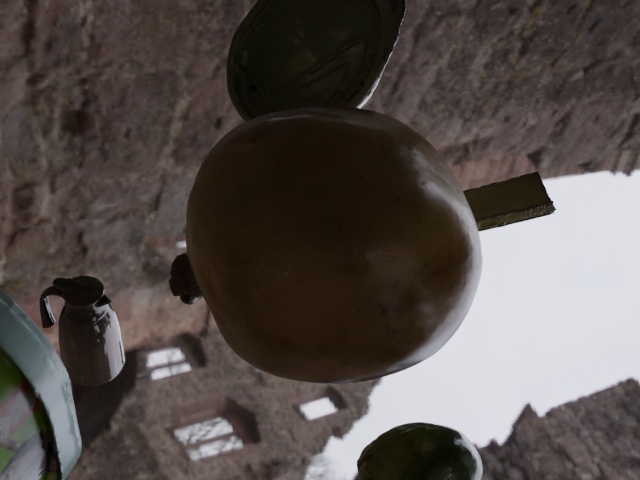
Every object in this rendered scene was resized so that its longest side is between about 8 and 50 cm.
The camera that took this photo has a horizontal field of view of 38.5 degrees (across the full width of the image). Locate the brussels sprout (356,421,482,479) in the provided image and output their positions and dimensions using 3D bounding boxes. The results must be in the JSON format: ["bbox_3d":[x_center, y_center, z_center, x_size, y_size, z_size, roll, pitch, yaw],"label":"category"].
[{"bbox_3d":[0.124,0.285,1.136,0.155,0.155,0.117,-47,-124,54],"label":"brussels sprout"}]

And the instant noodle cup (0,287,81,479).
[{"bbox_3d":[-0.355,0.159,0.577,0.294,0.308,0.293,23,-40,20],"label":"instant noodle cup"}]

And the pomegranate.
[{"bbox_3d":[0.017,0.002,0.885,0.307,0.307,0.307,25,-60,54],"label":"pomegranate"}]

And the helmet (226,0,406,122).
[{"bbox_3d":[0.012,-0.240,1.183,0.257,0.137,0.204,-45,-110,13],"label":"helmet"}]

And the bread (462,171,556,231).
[{"bbox_3d":[0.212,-0.042,1.152,0.068,0.154,0.028,-97,170,-49],"label":"bread"}]

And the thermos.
[{"bbox_3d":[-0.396,0.136,1.503,0.137,0.105,0.193,17,-43,11],"label":"thermos"}]
